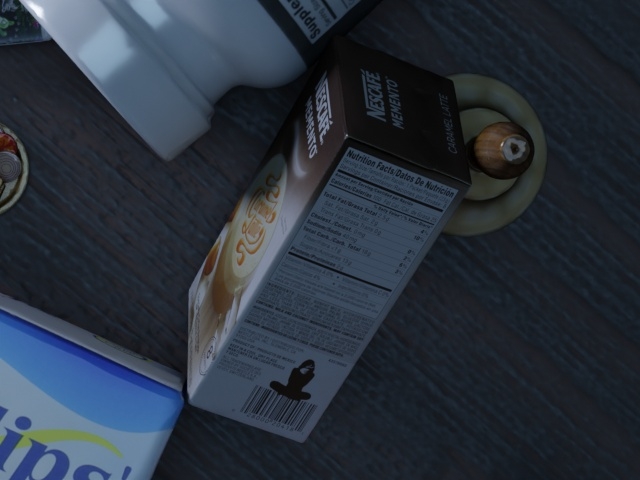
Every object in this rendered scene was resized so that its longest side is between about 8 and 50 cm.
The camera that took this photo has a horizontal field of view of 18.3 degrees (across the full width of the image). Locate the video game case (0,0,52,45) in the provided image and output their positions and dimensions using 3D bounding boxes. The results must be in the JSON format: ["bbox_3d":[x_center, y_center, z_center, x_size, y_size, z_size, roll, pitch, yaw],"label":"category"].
[{"bbox_3d":[-0.293,-0.234,1.464,0.173,0.022,0.190,-5,103,2],"label":"video game case"}]

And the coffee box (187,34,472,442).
[{"bbox_3d":[0.000,0.000,1.392,0.098,0.141,0.246,21,121,-18],"label":"coffee box"}]

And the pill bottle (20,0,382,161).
[{"bbox_3d":[-0.032,-0.241,1.407,0.363,0.210,0.210,-42,93,0],"label":"pill bottle"}]

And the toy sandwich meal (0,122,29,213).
[{"bbox_3d":[-0.260,-0.052,1.491,0.085,0.029,0.086,0,92,-3],"label":"toy sandwich meal"}]

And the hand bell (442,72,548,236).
[{"bbox_3d":[0.118,-0.060,1.404,0.126,0.242,0.126,0,93,-3],"label":"hand bell"}]

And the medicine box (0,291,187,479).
[{"bbox_3d":[-0.271,0.180,1.439,0.263,0.149,0.289,24,91,-4],"label":"medicine box"}]
